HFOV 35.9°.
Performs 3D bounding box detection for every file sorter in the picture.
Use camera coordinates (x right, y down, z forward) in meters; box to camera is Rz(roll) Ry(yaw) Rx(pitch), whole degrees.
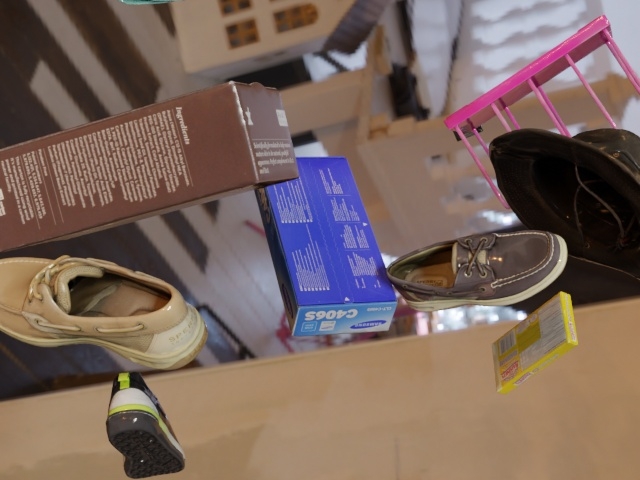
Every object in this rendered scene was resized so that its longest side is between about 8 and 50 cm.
[{"bbox_3d":[0.386,-0.198,1.613,0.182,0.290,0.202,59,18,6],"label":"file sorter"}]

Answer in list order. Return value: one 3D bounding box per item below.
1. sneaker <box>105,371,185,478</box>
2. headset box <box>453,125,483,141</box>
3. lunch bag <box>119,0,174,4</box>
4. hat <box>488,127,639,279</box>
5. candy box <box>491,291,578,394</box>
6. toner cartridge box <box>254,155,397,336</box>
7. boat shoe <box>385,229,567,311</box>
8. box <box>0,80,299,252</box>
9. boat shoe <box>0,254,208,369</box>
[{"bbox_3d":[-0.229,0.243,1.309,0.235,0.084,0.097,91,-10,-58],"label":"sneaker"},{"bbox_3d":[0.326,-0.256,2.191,0.032,0.062,0.083,64,15,-17],"label":"headset box"},{"bbox_3d":[-0.301,-0.474,1.442,0.223,0.160,0.262,54,14,22],"label":"lunch bag"},{"bbox_3d":[0.411,-0.089,1.442,0.134,0.331,0.331,-50,140,-15],"label":"hat"},{"bbox_3d":[0.379,0.186,1.766,0.027,0.206,0.105,17,51,-23],"label":"candy box"},{"bbox_3d":[0.000,0.000,1.643,0.075,0.165,0.348,103,-21,-44],"label":"toner cartridge box"},{"bbox_3d":[0.223,0.040,1.464,0.092,0.285,0.103,30,57,-41],"label":"boat shoe"},{"bbox_3d":[-0.241,-0.098,1.326,0.191,0.381,0.143,-20,95,-74],"label":"box"},{"bbox_3d":[-0.303,0.065,1.235,0.110,0.341,0.122,72,34,-48],"label":"boat shoe"}]
